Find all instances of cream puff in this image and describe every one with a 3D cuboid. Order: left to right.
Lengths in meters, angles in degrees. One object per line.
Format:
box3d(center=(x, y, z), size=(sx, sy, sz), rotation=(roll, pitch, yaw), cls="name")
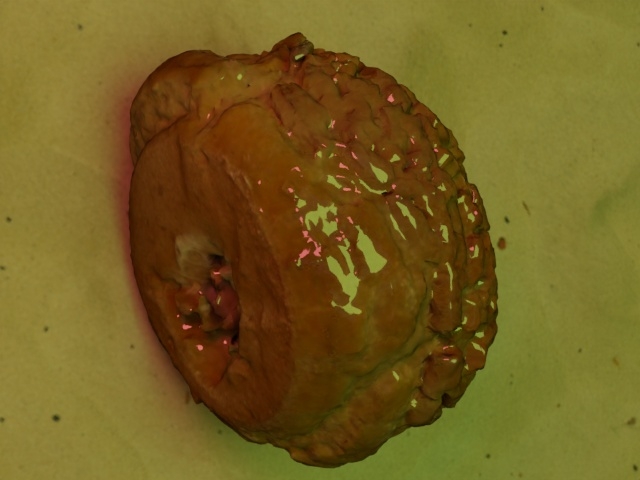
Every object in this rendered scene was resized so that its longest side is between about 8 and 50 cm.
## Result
box3d(center=(0.000, 0.000, 1.331), size=(0.231, 0.327, 0.343), rotation=(-19, 64, -28), cls="cream puff")
